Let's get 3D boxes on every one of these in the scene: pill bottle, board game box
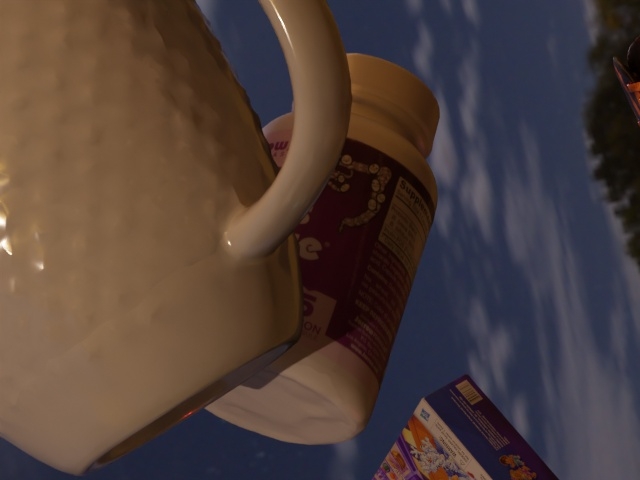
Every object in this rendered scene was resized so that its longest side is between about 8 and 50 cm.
[{"bbox_3d":[0.000,0.000,1.107,0.169,0.169,0.302,52,-131,-46],"label":"pill bottle"},{"bbox_3d":[0.212,0.360,1.555,0.078,0.233,0.347,-23,-119,-37],"label":"board game box"}]

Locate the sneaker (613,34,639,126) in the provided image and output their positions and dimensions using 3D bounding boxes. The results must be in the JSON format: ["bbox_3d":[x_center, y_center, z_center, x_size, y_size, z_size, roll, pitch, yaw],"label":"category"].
[{"bbox_3d":[0.312,-0.104,1.164,0.321,0.124,0.180,14,-125,-78],"label":"sneaker"}]

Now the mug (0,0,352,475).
[{"bbox_3d":[-0.136,-0.056,0.826,0.276,0.374,0.328,-24,-101,-53],"label":"mug"}]
